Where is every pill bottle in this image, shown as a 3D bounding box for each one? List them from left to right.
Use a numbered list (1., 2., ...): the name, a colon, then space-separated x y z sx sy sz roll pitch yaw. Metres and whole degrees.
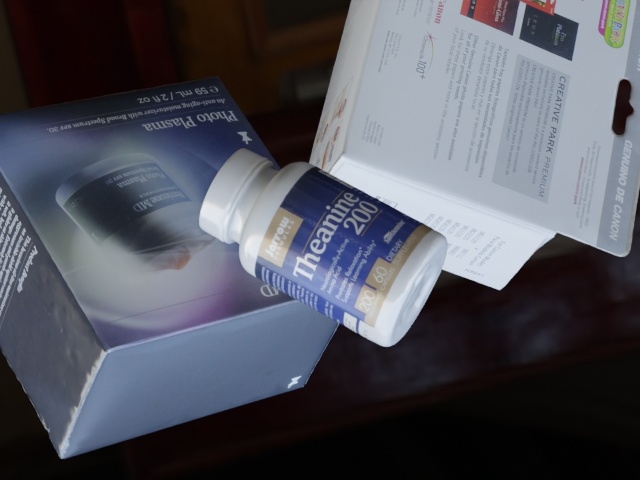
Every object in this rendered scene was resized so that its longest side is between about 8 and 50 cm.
1. pill bottle: 0.000 0.000 1.012 0.120 0.067 0.067 28 -147 13

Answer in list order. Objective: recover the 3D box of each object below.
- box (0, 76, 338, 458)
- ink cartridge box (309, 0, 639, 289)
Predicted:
1. box: -0.171 0.016 1.899 0.296 0.183 0.294 -14 -122 -36
2. ink cartridge box: 0.152 -0.130 1.756 0.272 0.130 0.309 20 -119 -11
